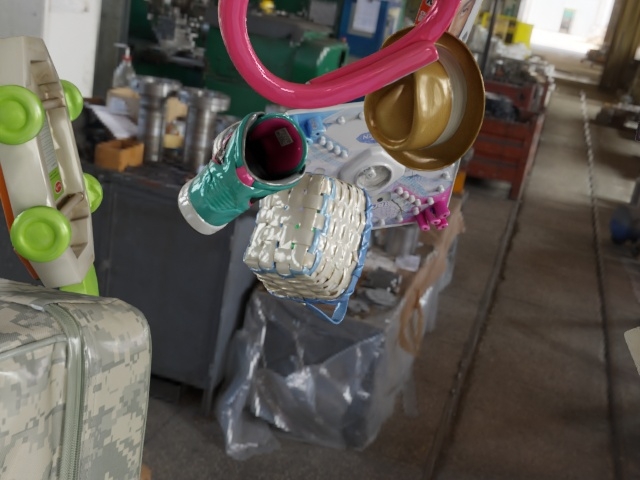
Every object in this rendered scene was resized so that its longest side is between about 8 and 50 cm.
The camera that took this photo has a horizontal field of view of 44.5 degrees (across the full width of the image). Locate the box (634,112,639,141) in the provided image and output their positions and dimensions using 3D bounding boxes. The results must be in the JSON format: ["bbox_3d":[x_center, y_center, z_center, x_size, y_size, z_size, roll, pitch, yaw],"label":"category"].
[{"bbox_3d":[0.331,-0.185,0.698,0.036,0.114,0.207,26,-19,26],"label":"box"}]

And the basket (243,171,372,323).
[{"bbox_3d":[0.000,0.000,1.433,0.201,0.254,0.289,4,-18,34],"label":"basket"}]

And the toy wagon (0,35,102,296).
[{"bbox_3d":[-0.298,-0.050,0.876,0.068,0.344,0.267,-10,14,-6],"label":"toy wagon"}]

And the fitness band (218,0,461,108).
[{"bbox_3d":[0.029,-0.269,0.874,0.291,0.209,0.054,-25,31,-3],"label":"fitness band"}]

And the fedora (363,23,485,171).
[{"bbox_3d":[0.113,-0.173,0.988,0.194,0.194,0.079,23,33,35],"label":"fedora"}]

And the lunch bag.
[{"bbox_3d":[-0.322,0.133,0.590,0.305,0.212,0.256,8,1,25],"label":"lunch bag"}]

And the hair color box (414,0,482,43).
[{"bbox_3d":[0.165,-0.280,1.078,0.053,0.167,0.093,34,48,18],"label":"hair color box"}]

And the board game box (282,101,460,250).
[{"bbox_3d":[0.112,-0.132,1.638,0.390,0.390,0.050,-8,53,-10],"label":"board game box"}]

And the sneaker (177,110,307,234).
[{"bbox_3d":[-0.095,-0.139,1.201,0.124,0.178,0.295,49,31,-19],"label":"sneaker"}]

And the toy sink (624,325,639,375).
[{"bbox_3d":[0.546,0.138,1.055,0.153,0.131,0.234,-16,-13,-7],"label":"toy sink"}]
